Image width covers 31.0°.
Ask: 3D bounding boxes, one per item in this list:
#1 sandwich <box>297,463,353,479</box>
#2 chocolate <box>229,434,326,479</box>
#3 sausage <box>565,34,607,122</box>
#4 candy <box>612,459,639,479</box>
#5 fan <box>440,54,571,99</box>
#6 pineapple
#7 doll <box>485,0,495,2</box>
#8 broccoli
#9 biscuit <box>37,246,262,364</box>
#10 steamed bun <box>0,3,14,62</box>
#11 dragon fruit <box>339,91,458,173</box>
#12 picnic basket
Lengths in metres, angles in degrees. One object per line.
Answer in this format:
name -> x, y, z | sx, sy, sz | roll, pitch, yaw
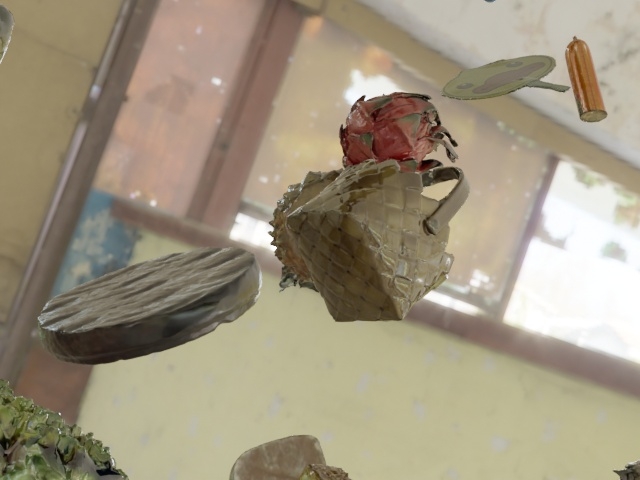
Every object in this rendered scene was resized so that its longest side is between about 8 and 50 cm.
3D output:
sandwich -> 0.004, 0.395, 1.359 | 0.065, 0.215, 0.186 | 11, 17, -37
chocolate -> -0.045, 0.417, 1.650 | 0.157, 0.254, 0.080 | -12, -17, -30
sausage -> 0.291, -0.181, 1.279 | 0.031, 0.107, 0.031 | -7, -25, -3
candy -> 0.502, 0.320, 1.471 | 0.195, 0.185, 0.137 | -18, -17, -26
fan -> 0.368, -0.311, 2.222 | 0.229, 0.011, 0.335 | -27, 25, -22
pineapple -> 0.000, 0.000, 1.656 | 0.169, 0.169, 0.340 | 20, -9, -2
doll -> 0.159, -0.510, 1.771 | 0.363, 0.199, 0.145 | 49, -5, -12
broccoli -> -0.299, 0.229, 0.968 | 0.180, 0.273, 0.242 | -129, -159, -53
biscuit -> -0.296, 0.117, 2.035 | 0.407, 0.091, 0.407 | -12, 15, 3
steamed bun -> -0.582, -0.330, 1.733 | 0.206, 0.320, 0.275 | -12, -41, 7
dragon fruit -> 0.092, -0.128, 1.448 | 0.130, 0.142, 0.121 | 54, -22, -15
picnic basket -> 0.070, -0.014, 1.091 | 0.128, 0.178, 0.138 | -7, -64, 42
